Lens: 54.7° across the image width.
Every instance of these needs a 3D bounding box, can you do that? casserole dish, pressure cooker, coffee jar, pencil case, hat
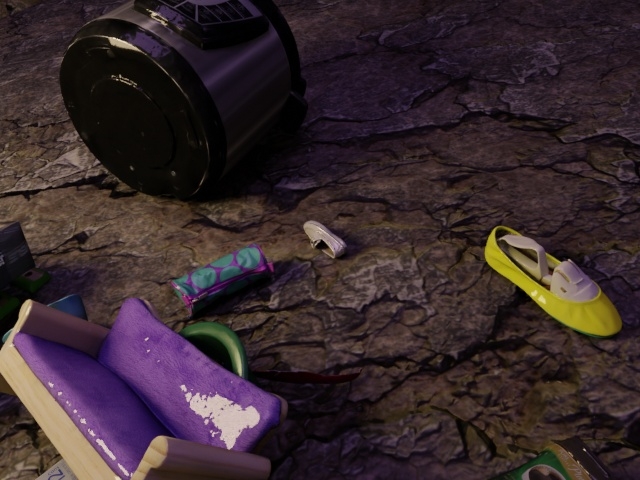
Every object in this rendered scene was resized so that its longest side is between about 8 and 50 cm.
[{"bbox_3d":[-0.382,0.133,0.881,0.114,0.188,0.037,-33,85,-25],"label":"casserole dish"},{"bbox_3d":[-0.251,-0.332,1.241,0.375,0.370,0.420,-1,35,36],"label":"pressure cooker"},{"bbox_3d":[0.215,0.276,0.628,0.184,0.079,0.096,-20,38,-12],"label":"coffee jar"},{"bbox_3d":[-0.154,0.061,0.977,0.151,0.065,0.070,-27,26,-20],"label":"pencil case"},{"bbox_3d":[-0.098,0.214,0.813,0.208,0.183,0.173,3,70,40],"label":"hat"}]

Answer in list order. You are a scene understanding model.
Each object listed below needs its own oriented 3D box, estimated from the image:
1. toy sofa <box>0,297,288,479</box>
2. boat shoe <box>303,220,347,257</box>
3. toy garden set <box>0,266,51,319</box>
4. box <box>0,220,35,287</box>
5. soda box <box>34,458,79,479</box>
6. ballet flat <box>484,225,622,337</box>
[{"bbox_3d":[-0.220,0.175,0.698,0.362,0.150,0.177,24,83,43],"label":"toy sofa"},{"bbox_3d":[0.000,0.000,1.047,0.035,0.035,0.100,-32,51,-29],"label":"boat shoe"},{"bbox_3d":[-0.621,0.096,1.040,0.203,0.049,0.244,16,45,28],"label":"toy garden set"},{"bbox_3d":[-0.700,0.072,0.927,0.394,0.097,0.318,-3,24,18],"label":"box"},{"bbox_3d":[-0.208,0.350,0.608,0.286,0.098,0.091,28,51,36],"label":"soda box"},{"bbox_3d":[0.325,0.050,0.885,0.077,0.077,0.231,-27,42,-21],"label":"ballet flat"}]
